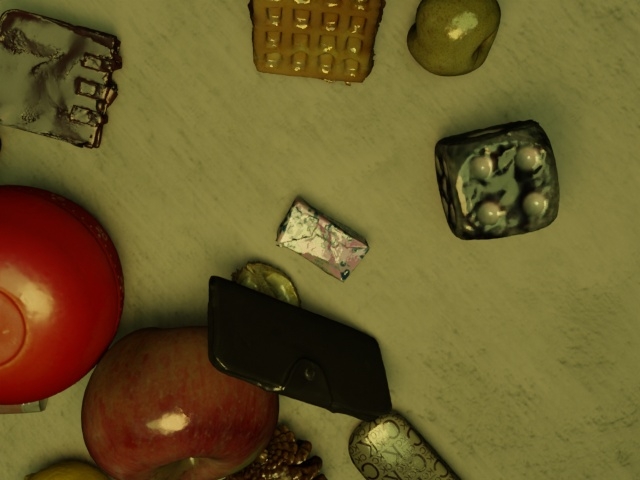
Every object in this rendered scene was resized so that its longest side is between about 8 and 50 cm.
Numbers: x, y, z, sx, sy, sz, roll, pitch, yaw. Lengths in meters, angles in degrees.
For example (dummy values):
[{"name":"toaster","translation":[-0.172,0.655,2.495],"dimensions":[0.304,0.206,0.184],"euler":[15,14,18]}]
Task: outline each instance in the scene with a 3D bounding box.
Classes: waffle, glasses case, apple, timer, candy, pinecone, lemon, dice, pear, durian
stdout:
[{"name":"waffle","translation":[-0.008,-0.381,1.248],"dimensions":[0.224,0.327,0.098],"euler":[7,68,0]},{"name":"glasses case","translation":[0.197,0.484,1.530],"dimensions":[0.137,0.085,0.354],"euler":[-41,99,5]},{"name":"apple","translation":[-0.240,0.272,1.359],"dimensions":[0.345,0.344,0.269],"euler":[-15,59,1]},{"name":"timer","translation":[-0.530,0.095,1.337],"dimensions":[0.378,0.279,0.378],"euler":[-1,104,-2]},{"name":"candy","translation":[0.000,0.000,1.435],"dimensions":[0.160,0.073,0.092],"euler":[32,100,-7]},{"name":"pinecone","translation":[-0.075,0.469,1.477],"dimensions":[0.186,0.168,0.212],"euler":[-28,101,2]},{"name":"lemon","translation":[-0.475,0.504,1.471],"dimensions":[0.203,0.178,0.178],"euler":[38,98,4]},{"name":"dice","translation":[0.305,-0.105,1.369],"dimensions":[0.182,0.181,0.183],"euler":[-11,102,3]},{"name":"pear","translation":[0.227,-0.361,1.325],"dimensions":[0.136,0.167,0.167],"euler":[42,98,18]},{"name":"durian","translation":[-0.113,0.133,1.439],"dimensions":[0.091,0.148,0.188],"euler":[-32,76,43]}]

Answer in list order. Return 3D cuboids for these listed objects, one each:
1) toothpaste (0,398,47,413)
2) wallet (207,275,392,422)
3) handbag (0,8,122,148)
[{"name":"toothpaste","translation":[-0.624,0.309,1.497],"dimensions":[0.195,0.043,0.067],"euler":[0,104,4]},{"name":"wallet","translation":[-0.038,0.191,1.353],"dimensions":[0.378,0.197,0.051],"euler":[25,128,-29]},{"name":"handbag","translation":[-0.463,-0.280,1.367],"dimensions":[0.216,0.074,0.203],"euler":[14,101,-6]}]
